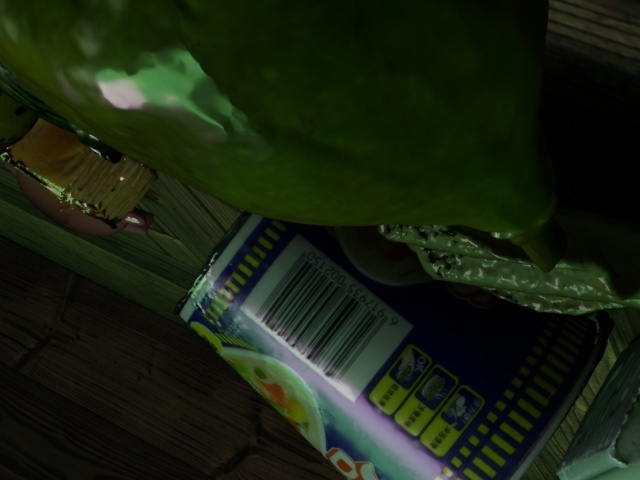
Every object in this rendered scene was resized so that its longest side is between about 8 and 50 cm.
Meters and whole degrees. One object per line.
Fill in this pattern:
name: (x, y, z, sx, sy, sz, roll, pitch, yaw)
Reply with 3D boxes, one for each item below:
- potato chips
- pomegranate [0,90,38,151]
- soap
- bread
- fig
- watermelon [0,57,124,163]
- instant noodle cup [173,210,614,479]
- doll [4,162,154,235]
potato chips: (0.126, 0.001, 1.037, 0.358, 0.070, 0.429, 18, 177, -44)
pomegranate: (-0.290, -0.168, 1.288, 0.198, 0.246, 0.198, 23, 123, 40)
soap: (0.281, 0.148, 1.281, 0.094, 0.150, 0.261, 25, 168, 6)
bread: (-0.272, -0.102, 1.660, 0.190, 0.114, 0.132, 38, 178, -1)
fig: (-0.004, -0.110, 0.712, 0.233, 0.233, 0.314, 22, 177, 32)
watermelon: (-0.121, -0.148, 0.911, 0.330, 0.189, 0.331, 29, 164, 9)
instant noodle cup: (0.048, 0.084, 1.344, 0.312, 0.284, 0.284, 38, 169, 0)
doll: (-0.320, -0.062, 1.986, 0.211, 0.093, 0.262, 25, 168, 5)
